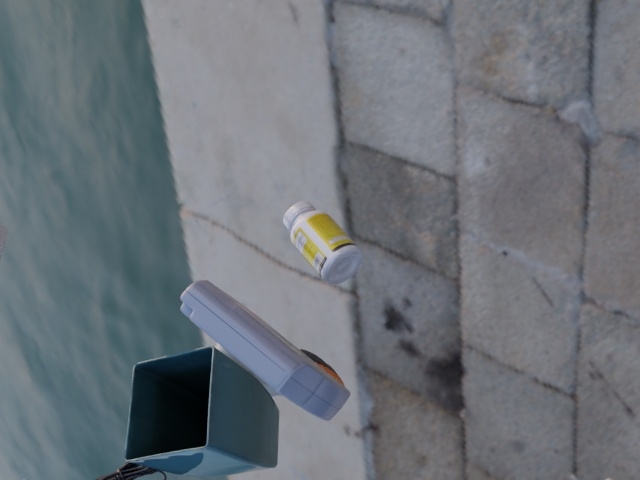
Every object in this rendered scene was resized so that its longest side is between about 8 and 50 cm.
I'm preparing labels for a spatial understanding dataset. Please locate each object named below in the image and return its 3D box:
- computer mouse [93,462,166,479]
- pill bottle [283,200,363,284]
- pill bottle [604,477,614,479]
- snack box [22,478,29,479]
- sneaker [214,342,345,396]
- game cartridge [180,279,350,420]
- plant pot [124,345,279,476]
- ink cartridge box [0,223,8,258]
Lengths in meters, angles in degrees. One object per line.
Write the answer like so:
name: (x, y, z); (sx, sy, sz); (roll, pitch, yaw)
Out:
computer mouse: (-0.315, 0.519, 2.025); (0.272, 0.189, 0.072); (55, 159, 20)
pill bottle: (0.000, 0.000, 1.506); (0.116, 0.065, 0.065); (49, 145, 33)
pill bottle: (0.371, 0.579, 1.892); (0.392, 0.224, 0.224); (-34, 83, 14)
snack box: (-0.406, 0.444, 1.575); (0.070, 0.174, 0.207); (36, 170, 31)
sneaker: (-0.085, 0.250, 2.039); (0.121, 0.263, 0.099); (-66, 14, 8)
game cartridge: (-0.056, 0.148, 1.414); (0.196, 0.060, 0.294); (42, 177, 18)
plant pot: (-0.174, 0.300, 1.835); (0.166, 0.234, 0.165); (-16, 59, 29)
ink cartridge box: (-0.592, 0.100, 1.605); (0.119, 0.353, 0.207); (-4, 152, 23)
